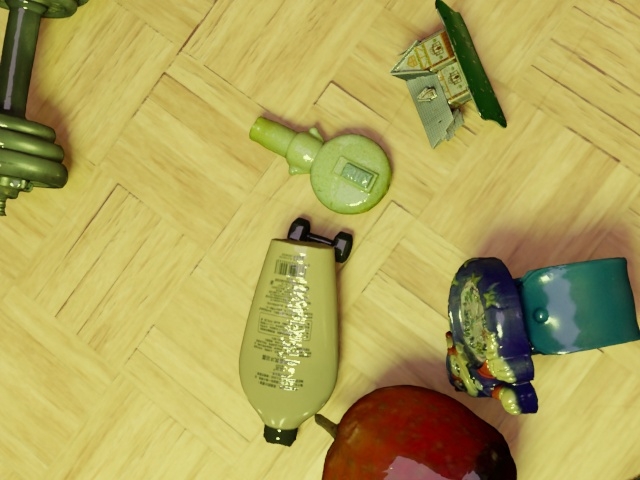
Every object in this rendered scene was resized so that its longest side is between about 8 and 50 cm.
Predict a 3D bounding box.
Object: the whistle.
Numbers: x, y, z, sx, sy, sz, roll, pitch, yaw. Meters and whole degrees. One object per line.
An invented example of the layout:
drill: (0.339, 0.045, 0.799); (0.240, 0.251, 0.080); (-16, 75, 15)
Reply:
whistle: (-0.003, -0.106, 1.168); (0.198, 0.057, 0.104); (29, 90, 12)

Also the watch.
watch: (0.254, 0.091, 1.043); (0.200, 0.196, 0.171); (-10, 93, -10)

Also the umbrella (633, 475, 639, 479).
umbrella: (0.278, 0.354, 1.076); (0.269, 0.044, 0.044); (-34, 109, 8)

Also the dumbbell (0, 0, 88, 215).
dumbbell: (-0.398, -0.234, 1.203); (0.179, 0.179, 0.405); (7, 87, 12)

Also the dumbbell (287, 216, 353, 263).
dumbbell: (0.000, 0.000, 1.168); (0.083, 0.036, 0.040); (18, 89, 13)

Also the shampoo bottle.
shampoo bottle: (-0.037, 0.129, 1.134); (0.127, 0.078, 0.256); (9, 96, 11)

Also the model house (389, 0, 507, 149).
model house: (0.150, -0.197, 1.129); (0.088, 0.117, 0.167); (-25, 81, 25)

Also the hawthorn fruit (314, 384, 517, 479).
hawthorn fruit: (0.095, 0.268, 1.040); (0.250, 0.215, 0.215); (27, 91, 12)
